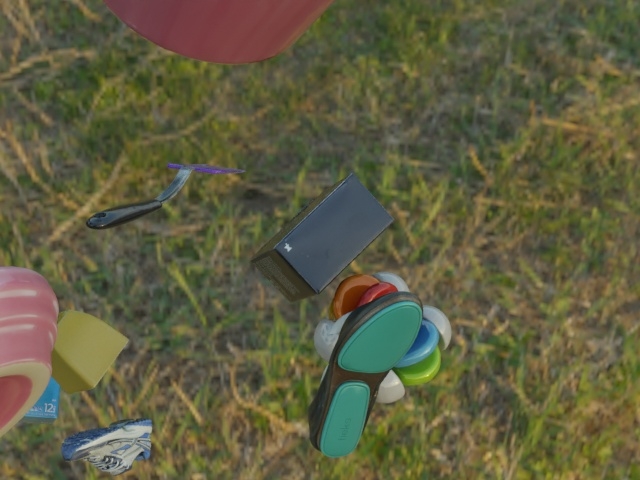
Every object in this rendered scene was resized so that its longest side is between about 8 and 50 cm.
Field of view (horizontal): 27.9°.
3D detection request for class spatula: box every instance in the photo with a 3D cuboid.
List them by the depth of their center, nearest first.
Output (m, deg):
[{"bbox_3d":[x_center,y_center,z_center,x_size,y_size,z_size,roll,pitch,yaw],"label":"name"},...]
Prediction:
[{"bbox_3d":[-0.189,-0.059,1.567,0.084,0.030,0.296,8,23,25],"label":"spatula"}]

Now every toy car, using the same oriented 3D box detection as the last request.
[{"bbox_3d":[0.091,0.119,1.777,0.182,0.136,0.159,40,65,15],"label":"toy car"}]

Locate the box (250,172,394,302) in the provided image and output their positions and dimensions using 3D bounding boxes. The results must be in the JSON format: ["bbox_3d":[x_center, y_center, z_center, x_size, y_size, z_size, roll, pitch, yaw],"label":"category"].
[{"bbox_3d":[0.000,0.000,1.810,0.156,0.158,0.093,-44,95,-16],"label":"box"}]

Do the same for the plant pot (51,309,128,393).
[{"bbox_3d":[-0.308,0.133,1.615,0.083,0.081,0.081,45,58,-19],"label":"plant pot"}]

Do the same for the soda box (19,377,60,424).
[{"bbox_3d":[-0.476,0.215,1.818,0.210,0.071,0.067,6,73,-16],"label":"soda box"}]

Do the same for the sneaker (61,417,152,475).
[{"bbox_3d":[-0.233,0.236,1.440,0.052,0.058,0.135,-8,-1,34],"label":"sneaker"}]

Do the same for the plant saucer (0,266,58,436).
[{"bbox_3d":[-0.375,0.155,1.182,0.332,0.332,0.084,-29,75,-28],"label":"plant saucer"}]

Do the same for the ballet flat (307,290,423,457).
[{"bbox_3d":[0.042,0.153,1.652,0.095,0.280,0.096,10,33,-25],"label":"ballet flat"}]

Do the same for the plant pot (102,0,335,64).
[{"bbox_3d":[-0.033,-0.191,0.622,0.201,0.180,0.201,14,51,-18],"label":"plant pot"}]
